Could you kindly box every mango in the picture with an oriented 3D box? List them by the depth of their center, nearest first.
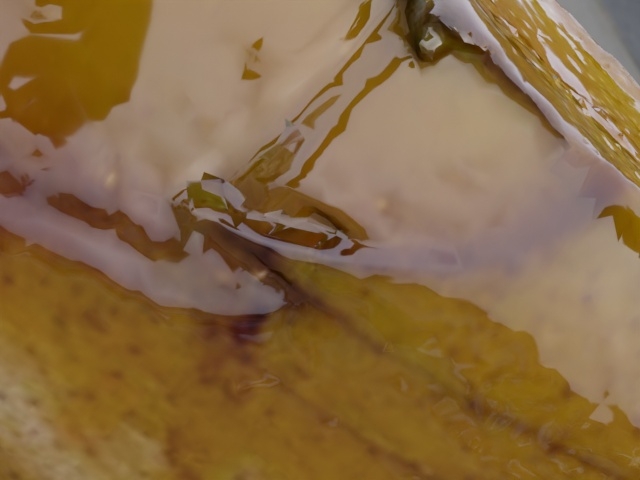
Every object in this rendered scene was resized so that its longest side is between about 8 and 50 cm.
[{"bbox_3d":[0.000,0.000,0.426,0.350,0.199,0.201,32,49,-5],"label":"mango"}]
